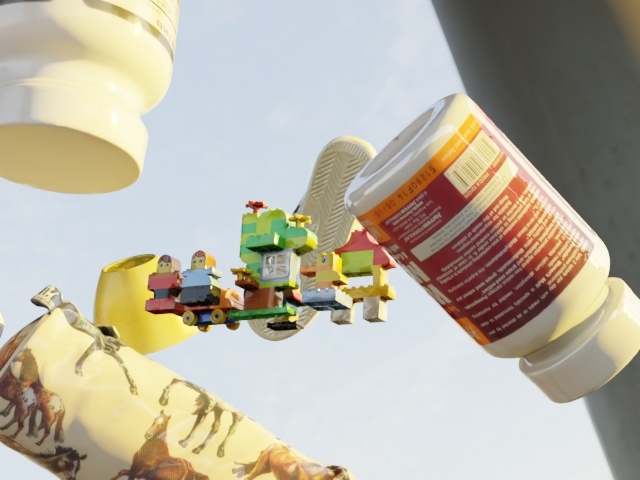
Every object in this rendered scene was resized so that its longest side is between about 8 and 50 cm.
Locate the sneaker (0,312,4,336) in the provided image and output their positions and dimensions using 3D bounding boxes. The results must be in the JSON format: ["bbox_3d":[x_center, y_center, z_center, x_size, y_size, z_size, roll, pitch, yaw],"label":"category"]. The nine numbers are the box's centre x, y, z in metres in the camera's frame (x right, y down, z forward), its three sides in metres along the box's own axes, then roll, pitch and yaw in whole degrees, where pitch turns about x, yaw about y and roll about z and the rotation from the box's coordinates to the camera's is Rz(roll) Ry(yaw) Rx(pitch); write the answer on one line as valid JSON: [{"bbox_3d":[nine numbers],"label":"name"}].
[{"bbox_3d":[-0.435,0.089,1.140,0.235,0.153,0.094,26,-74,-27],"label":"sneaker"}]

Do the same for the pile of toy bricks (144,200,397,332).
[{"bbox_3d":[-0.049,0.016,0.982,0.212,0.105,0.118,-6,-20,27],"label":"pile of toy bricks"}]

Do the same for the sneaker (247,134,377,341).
[{"bbox_3d":[0.000,0.000,1.802,0.350,0.131,0.148,-60,-7,9],"label":"sneaker"}]

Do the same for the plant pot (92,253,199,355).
[{"bbox_3d":[-0.213,0.071,1.338,0.134,0.095,0.134,-13,14,3],"label":"plant pot"}]

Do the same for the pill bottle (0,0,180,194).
[{"bbox_3d":[-0.251,-0.247,1.174,0.210,0.363,0.210,4,-20,1],"label":"pill bottle"}]

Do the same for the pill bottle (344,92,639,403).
[{"bbox_3d":[0.132,0.009,0.832,0.121,0.221,0.121,-43,8,7],"label":"pill bottle"}]

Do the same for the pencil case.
[{"bbox_3d":[-0.160,0.217,1.209,0.410,0.183,0.160,32,-40,-4],"label":"pencil case"}]
